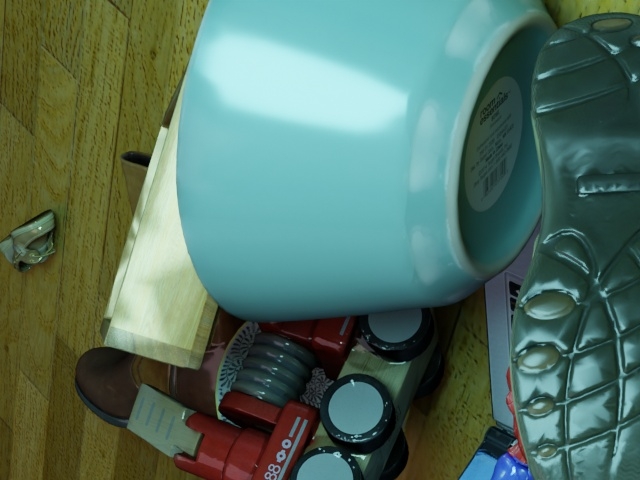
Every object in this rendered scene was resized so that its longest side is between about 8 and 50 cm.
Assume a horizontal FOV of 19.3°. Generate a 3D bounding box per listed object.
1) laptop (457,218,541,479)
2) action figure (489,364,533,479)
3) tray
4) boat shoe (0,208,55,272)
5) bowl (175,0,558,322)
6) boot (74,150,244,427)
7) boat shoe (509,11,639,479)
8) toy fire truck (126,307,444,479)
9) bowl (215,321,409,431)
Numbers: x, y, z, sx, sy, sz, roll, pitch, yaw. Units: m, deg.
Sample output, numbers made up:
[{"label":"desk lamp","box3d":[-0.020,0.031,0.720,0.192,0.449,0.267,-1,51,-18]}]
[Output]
[{"label":"laptop","box3d":[0.186,0.201,1.310,0.382,0.236,0.408,24,131,42]},{"label":"action figure","box3d":[0.157,0.184,1.266,0.139,0.091,0.280,36,112,47]},{"label":"tray","box3d":[-0.107,-0.012,1.457,0.411,0.076,0.202,164,122,-83]},{"label":"boat shoe","box3d":[-0.304,0.002,2.006,0.045,0.050,0.135,59,157,-1]},{"label":"bowl","box3d":[0.057,-0.077,1.252,0.163,0.311,0.311,15,127,26]},{"label":"boot","box3d":[-0.165,0.052,1.807,0.264,0.096,0.280,18,126,47]},{"label":"boat shoe","box3d":[0.189,0.020,1.189,0.123,0.324,0.120,3,159,12]},{"label":"toy fire truck","box3d":[-0.044,0.122,1.527,0.246,0.217,0.158,18,161,17]},{"label":"bowl","box3d":[0.001,0.131,1.626,0.170,0.170,0.080,58,-169,7]}]
